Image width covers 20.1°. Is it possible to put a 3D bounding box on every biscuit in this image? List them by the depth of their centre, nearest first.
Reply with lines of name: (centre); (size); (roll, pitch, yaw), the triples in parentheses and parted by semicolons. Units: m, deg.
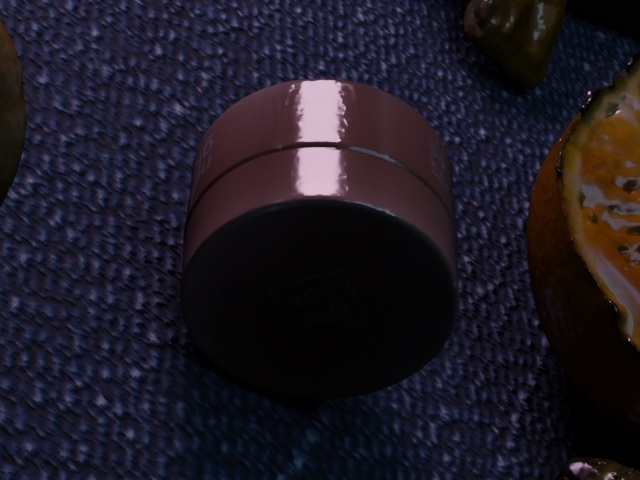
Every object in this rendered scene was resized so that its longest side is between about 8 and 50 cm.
biscuit: (0.139, -0.227, 1.371); (0.174, 0.039, 0.183); (32, 66, -43)

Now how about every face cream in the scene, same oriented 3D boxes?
face cream: (0.000, 0.000, 0.980); (0.149, 0.149, 0.104); (28, 36, -23)

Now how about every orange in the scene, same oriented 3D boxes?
orange: (0.273, -0.002, 1.181); (0.274, 0.310, 0.274); (38, -11, 9)

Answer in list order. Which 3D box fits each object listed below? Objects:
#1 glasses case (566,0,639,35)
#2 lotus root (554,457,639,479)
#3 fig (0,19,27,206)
glasses case: (0.234, -0.258, 1.560); (0.323, 0.074, 0.131); (15, 45, -36)
lotus root: (0.247, 0.237, 0.996); (0.309, 0.173, 0.173); (43, 34, 1)
fig: (-0.191, -0.066, 0.867); (0.230, 0.143, 0.160); (-13, 95, -59)
